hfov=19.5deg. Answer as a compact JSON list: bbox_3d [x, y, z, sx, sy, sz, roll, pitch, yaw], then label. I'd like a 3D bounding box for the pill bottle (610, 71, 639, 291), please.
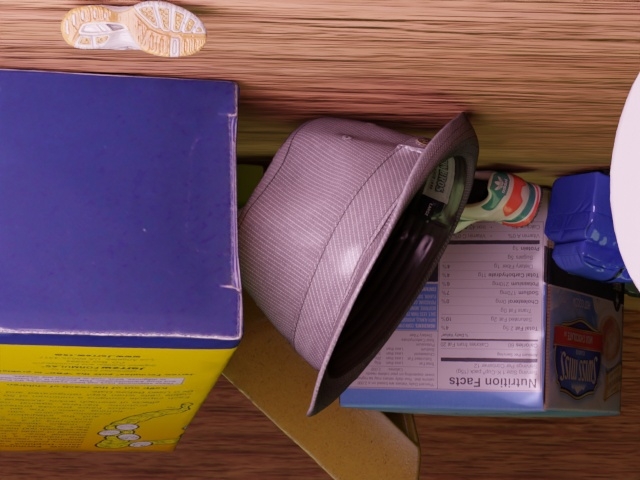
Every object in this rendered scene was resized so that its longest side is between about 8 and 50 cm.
[{"bbox_3d":[0.360,-0.025,1.061,0.361,0.204,0.204,3,174,-27],"label":"pill bottle"}]

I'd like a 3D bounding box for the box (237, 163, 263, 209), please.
[{"bbox_3d":[-0.151,-0.049,1.745,0.178,0.042,0.109,4,173,-13],"label":"box"}]

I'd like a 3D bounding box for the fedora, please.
[{"bbox_3d":[0.012,-0.005,1.410,0.124,0.243,0.275,28,-146,13],"label":"fedora"}]

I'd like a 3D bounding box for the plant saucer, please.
[{"bbox_3d":[-0.001,0.129,2.111,0.333,0.081,0.333,45,-165,-22],"label":"plant saucer"}]

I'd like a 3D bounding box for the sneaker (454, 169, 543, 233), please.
[{"bbox_3d":[0.129,-0.044,1.756,0.075,0.057,0.161,28,160,-38],"label":"sneaker"}]

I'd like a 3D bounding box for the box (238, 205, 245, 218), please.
[{"bbox_3d":[0.000,0.000,1.738,0.130,0.091,0.170,-28,168,11],"label":"box"}]

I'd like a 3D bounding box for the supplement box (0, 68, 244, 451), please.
[{"bbox_3d":[-0.181,0.030,1.410,0.195,0.194,0.356,2,161,-12],"label":"supplement box"}]

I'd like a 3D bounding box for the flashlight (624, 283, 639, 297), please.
[{"bbox_3d":[0.394,0.026,2.171,0.103,0.103,0.304,-34,-175,-10],"label":"flashlight"}]

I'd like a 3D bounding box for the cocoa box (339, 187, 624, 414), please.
[{"bbox_3d":[0.183,0.077,2.023,0.231,0.227,0.347,-1,174,22],"label":"cocoa box"}]

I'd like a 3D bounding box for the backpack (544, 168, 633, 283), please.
[{"bbox_3d":[0.281,-0.009,1.750,0.120,0.101,0.098,13,177,-22],"label":"backpack"}]

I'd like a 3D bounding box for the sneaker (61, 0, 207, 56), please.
[{"bbox_3d":[-0.106,-0.124,1.072,0.083,0.031,0.037,6,-172,-1],"label":"sneaker"}]
